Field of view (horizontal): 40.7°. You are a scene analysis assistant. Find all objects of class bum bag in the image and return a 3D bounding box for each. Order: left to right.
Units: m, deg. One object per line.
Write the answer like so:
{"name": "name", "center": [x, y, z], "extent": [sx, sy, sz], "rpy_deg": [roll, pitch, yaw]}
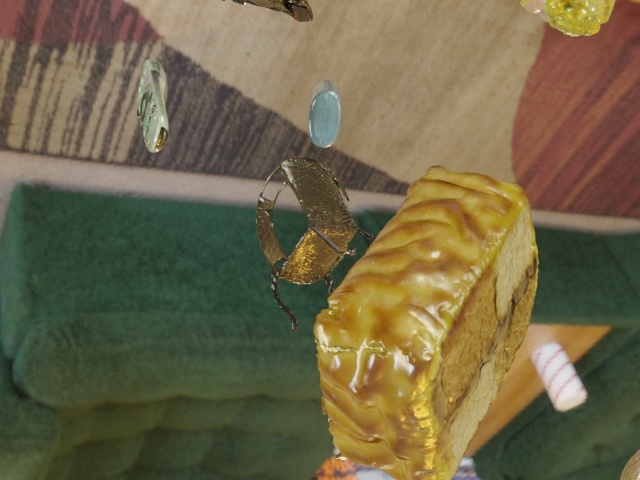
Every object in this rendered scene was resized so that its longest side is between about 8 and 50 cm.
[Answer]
{"name": "bum bag", "center": [-0.059, -0.223, 0.755], "extent": [0.034, 0.124, 0.058], "rpy_deg": [-57, 145, -12]}

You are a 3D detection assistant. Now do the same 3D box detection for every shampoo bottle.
{"name": "shampoo bottle", "center": [0.009, -0.251, 1.655], "extent": [0.061, 0.258, 0.104], "rpy_deg": [6, 107, -2]}

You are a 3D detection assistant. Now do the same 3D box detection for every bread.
{"name": "bread", "center": [0.084, 0.064, 0.624], "extent": [0.096, 0.222, 0.182], "rpy_deg": [13, 131, 27]}

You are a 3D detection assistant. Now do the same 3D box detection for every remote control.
{"name": "remote control", "center": [-0.284, -0.232, 1.478], "extent": [0.045, 0.256, 0.097], "rpy_deg": [9, 125, -20]}

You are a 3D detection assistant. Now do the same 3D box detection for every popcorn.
{"name": "popcorn", "center": [0.387, -0.385, 1.348], "extent": [0.126, 0.145, 0.126], "rpy_deg": [-64, 160, -11]}

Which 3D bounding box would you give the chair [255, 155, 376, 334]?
{"name": "chair", "center": [0.000, 0.000, 1.171], "extent": [0.174, 0.213, 0.149], "rpy_deg": [5, 132, -42]}

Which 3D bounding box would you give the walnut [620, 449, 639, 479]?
{"name": "walnut", "center": [0.575, 0.426, 1.404], "extent": [0.178, 0.178, 0.231], "rpy_deg": [-11, 108, -11]}
